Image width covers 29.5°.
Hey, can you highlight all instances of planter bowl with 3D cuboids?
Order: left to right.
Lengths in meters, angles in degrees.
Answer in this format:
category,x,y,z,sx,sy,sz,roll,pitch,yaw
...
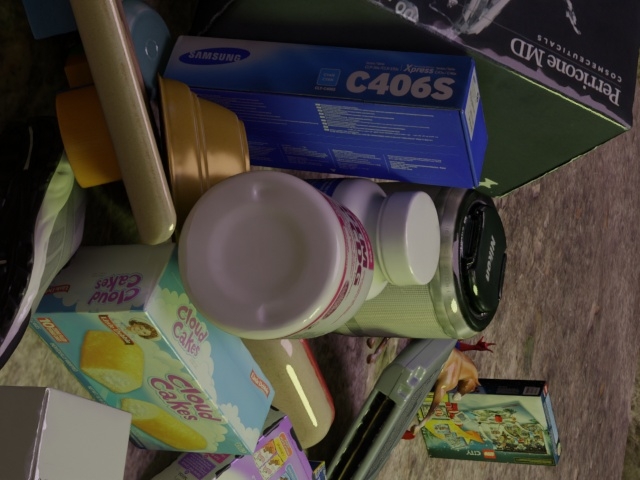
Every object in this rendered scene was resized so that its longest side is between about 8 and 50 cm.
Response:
category,x,y,z,sx,sy,sz,roll,pitch,yaw
planter bowl,-0.124,-0.079,1.324,0.217,0.090,0.217,174,-90,-81

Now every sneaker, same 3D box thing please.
category,x,y,z,sx,sy,sz,roll,pitch,yaw
sneaker,-0.275,0.017,1.135,0.108,0.100,0.271,61,38,-52

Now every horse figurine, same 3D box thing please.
category,x,y,z,sx,sy,sz,roll,pitch,yaw
horse figurine,0.157,0.175,1.920,0.174,0.066,0.263,-36,110,-26

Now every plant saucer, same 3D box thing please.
category,x,y,z,sx,sy,sz,roll,pitch,yaw
plant saucer,-0.198,-0.215,1.374,0.119,0.021,0.119,1,89,-63

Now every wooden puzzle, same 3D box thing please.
category,x,y,z,sx,sy,sz,roll,pitch,yaw
wooden puzzle,-0.220,-0.191,1.140,0.348,0.080,0.322,-118,-167,-66

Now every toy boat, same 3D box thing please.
category,x,y,z,sx,sy,sz,roll,pitch,yaw
toy boat,-0.073,0.146,1.497,0.151,0.151,0.231,-85,159,-52

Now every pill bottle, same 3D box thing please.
category,x,y,z,sx,sy,sz,roll,pitch,yaw
pill bottle,-0.031,0.022,1.253,0.283,0.160,0.160,20,71,-79
pill bottle,0.000,0.000,1.483,0.152,0.272,0.152,4,85,-63

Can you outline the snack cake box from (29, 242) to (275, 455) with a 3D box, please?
category,x,y,z,sx,sy,sz,roll,pitch,yaw
snack cake box,-0.172,0.118,1.271,0.264,0.152,0.089,61,38,-43

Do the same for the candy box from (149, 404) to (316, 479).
category,x,y,z,sx,sy,sz,roll,pitch,yaw
candy box,-0.104,0.304,1.407,0.196,0.070,0.165,-38,128,-24

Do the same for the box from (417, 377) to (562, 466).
category,x,y,z,sx,sy,sz,roll,pitch,yaw
box,0.284,0.308,2.082,0.044,0.233,0.159,-58,139,-47

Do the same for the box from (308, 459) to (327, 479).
category,x,y,z,sx,sy,sz,roll,pitch,yaw
box,-0.048,0.354,1.620,0.169,0.054,0.059,-36,121,-59

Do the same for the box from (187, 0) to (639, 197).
category,x,y,z,sx,sy,sz,roll,pitch,yaw
box,0.138,-0.377,1.515,0.480,0.297,0.471,21,67,-21

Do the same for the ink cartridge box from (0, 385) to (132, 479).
category,x,y,z,sx,sy,sz,roll,pitch,yaw
ink cartridge box,-0.273,0.194,1.041,0.128,0.176,0.127,34,59,-59

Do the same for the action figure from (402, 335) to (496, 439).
category,x,y,z,sx,sy,sz,roll,pitch,yaw
action figure,0.203,0.206,2.044,0.280,0.139,0.091,-66,145,-44

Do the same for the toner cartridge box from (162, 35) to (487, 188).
category,x,y,z,sx,sy,sz,roll,pitch,yaw
toner cartridge box,0.009,-0.147,1.392,0.165,0.348,0.075,68,33,-58

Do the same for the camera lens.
category,x,y,z,sx,sy,sz,roll,pitch,yaw
camera lens,0.108,0.027,1.694,0.219,0.274,0.219,4,85,-63

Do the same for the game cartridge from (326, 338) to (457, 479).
category,x,y,z,sx,sy,sz,roll,pitch,yaw
game cartridge,0.096,0.258,1.759,0.196,0.060,0.294,-25,146,-58
